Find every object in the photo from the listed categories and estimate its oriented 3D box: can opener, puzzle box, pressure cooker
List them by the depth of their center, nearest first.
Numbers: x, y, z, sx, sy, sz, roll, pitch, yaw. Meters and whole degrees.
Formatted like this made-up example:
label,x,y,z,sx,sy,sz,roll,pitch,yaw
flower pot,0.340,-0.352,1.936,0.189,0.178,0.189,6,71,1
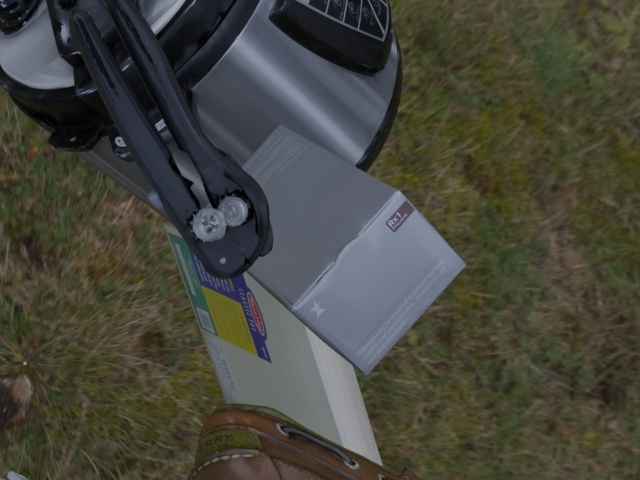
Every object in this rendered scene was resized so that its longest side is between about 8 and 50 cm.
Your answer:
label,x,y,z,sx,sy,sz,roll,pitch,yaw
can opener,-0.090,-0.059,0.734,0.059,0.073,0.186,-36,103,-5
pressure cooker,-0.151,-0.227,1.352,0.420,0.370,0.375,39,78,-45
puzzle box,-0.051,0.166,1.592,0.052,0.272,0.409,-33,122,-28

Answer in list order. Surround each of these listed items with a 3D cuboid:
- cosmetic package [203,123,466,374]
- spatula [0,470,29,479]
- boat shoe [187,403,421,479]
label,x,y,z,sx,sy,sz,roll,pitch,yaw
cosmetic package,0.000,0.000,1.042,0.127,0.238,0.107,-47,123,-2
spatula,-0.198,0.195,0.913,0.168,0.242,0.019,33,80,-28
boat shoe,0.047,0.195,0.808,0.307,0.110,0.104,36,36,-34
